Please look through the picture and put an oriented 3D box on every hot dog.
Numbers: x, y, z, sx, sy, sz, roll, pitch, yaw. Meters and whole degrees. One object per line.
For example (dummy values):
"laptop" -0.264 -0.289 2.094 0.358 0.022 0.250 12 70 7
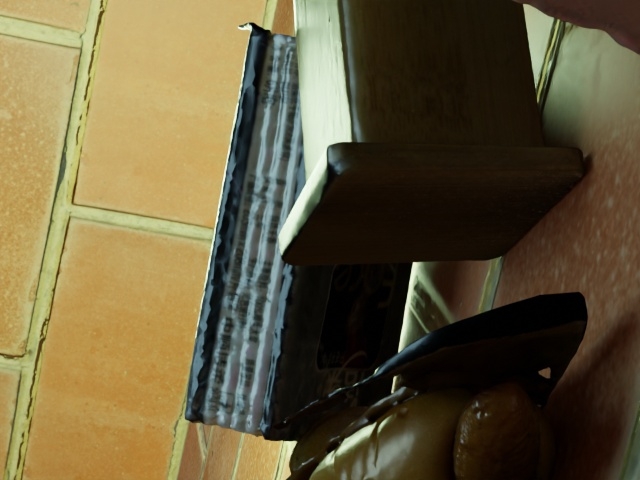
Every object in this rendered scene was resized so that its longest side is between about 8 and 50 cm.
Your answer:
"hot dog" 0.068 0.167 0.944 0.326 0.194 0.107 108 146 -59

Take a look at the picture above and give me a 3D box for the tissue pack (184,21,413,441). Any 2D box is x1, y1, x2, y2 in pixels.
"tissue pack" 0.000 0.000 1.308 0.259 0.122 0.361 11 -92 -62

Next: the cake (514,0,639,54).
"cake" 0.105 -0.329 0.875 0.306 0.314 0.293 -93 18 -54

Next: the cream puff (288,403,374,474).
"cream puff" 0.037 0.213 1.200 0.144 0.126 0.103 -81 -8 -56

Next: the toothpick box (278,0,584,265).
"toothpick box" 0.066 -0.155 1.091 0.187 0.190 0.308 121 146 -65
